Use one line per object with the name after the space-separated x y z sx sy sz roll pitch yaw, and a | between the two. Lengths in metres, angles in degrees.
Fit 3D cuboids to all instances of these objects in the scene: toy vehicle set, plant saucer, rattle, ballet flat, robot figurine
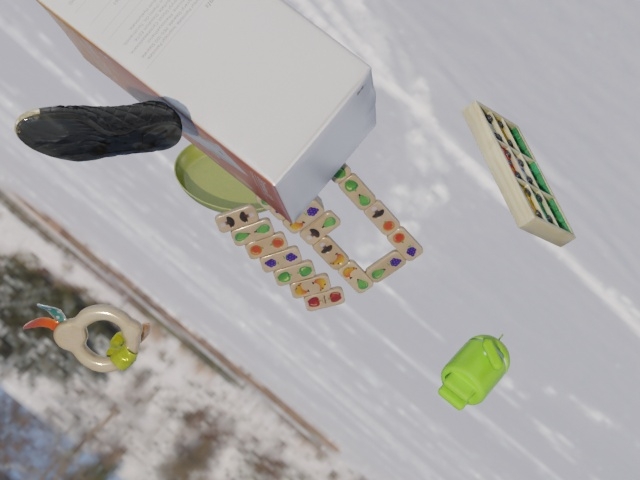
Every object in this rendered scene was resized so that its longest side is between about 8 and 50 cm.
0.361 -0.121 2.183 0.166 0.035 0.267 19 -138 -51 | toy vehicle set
-0.165 -0.120 2.318 0.241 0.241 0.037 37 136 28 | plant saucer
-0.409 0.145 2.125 0.200 0.130 0.142 13 -144 1 | rattle
-0.220 -0.112 1.187 0.173 0.057 0.049 -3 -142 -32 | ballet flat
0.203 0.168 1.560 0.067 0.115 0.101 37 143 15 | robot figurine

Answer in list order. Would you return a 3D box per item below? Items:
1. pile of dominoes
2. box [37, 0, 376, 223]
0.000 0.000 1.665 0.251 0.196 0.040 45 -163 -30 | pile of dominoes
-0.120 -0.204 1.368 0.345 0.168 0.215 38 175 10 | box
